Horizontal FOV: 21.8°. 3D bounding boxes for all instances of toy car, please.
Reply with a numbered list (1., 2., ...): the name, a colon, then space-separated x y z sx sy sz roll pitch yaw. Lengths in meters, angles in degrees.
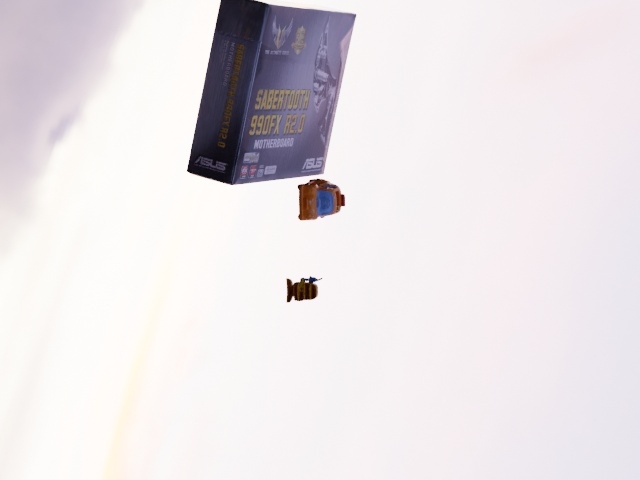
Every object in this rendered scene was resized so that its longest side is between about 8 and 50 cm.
1. toy car: 0.000 0.000 1.524 0.060 0.040 0.122 22 71 -70

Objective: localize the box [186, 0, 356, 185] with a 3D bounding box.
1. box: -0.046 -0.155 1.709 0.231 0.056 0.183 -11 115 -67
